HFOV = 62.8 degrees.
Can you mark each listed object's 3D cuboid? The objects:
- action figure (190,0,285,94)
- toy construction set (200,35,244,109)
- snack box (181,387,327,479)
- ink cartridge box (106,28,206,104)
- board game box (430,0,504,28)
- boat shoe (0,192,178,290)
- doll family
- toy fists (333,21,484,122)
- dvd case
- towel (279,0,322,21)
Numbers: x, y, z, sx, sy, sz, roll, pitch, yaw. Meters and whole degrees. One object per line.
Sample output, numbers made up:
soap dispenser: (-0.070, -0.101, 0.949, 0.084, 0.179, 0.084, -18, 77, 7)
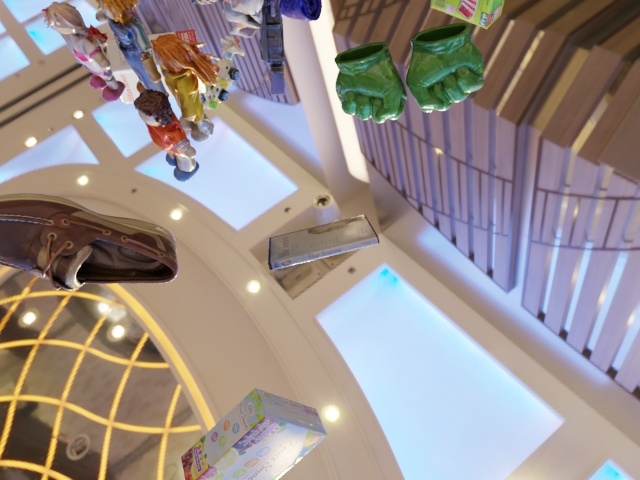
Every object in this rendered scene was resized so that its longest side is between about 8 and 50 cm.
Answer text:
action figure: (-0.166, -0.473, 1.075, 0.178, 0.341, 0.330, -8, -159, -13)
toy construction set: (-0.425, -0.662, 2.095, 0.151, 0.215, 0.327, 42, -87, 29)
snack box: (-0.120, 0.379, 0.965, 0.207, 0.174, 0.070, -43, -137, 12)
ink cartridge box: (-0.515, -0.547, 1.665, 0.273, 0.197, 0.114, -13, -104, -12)
board game box: (0.203, -0.379, 0.678, 0.092, 0.181, 0.043, 32, -116, 22)
boat shoe: (-0.398, 0.016, 0.843, 0.342, 0.123, 0.123, 13, -157, -28)
doll family: (-0.201, -0.206, 0.606, 0.118, 0.163, 0.263, -42, -106, -15)
toy fists: (0.162, -0.299, 0.983, 0.279, 0.142, 0.096, -8, -141, 20)
dvd case: (0.000, 0.000, 1.237, 0.253, 0.022, 0.180, -14, -160, 0)
towel: (-0.103, -0.615, 1.156, 0.076, 0.227, 0.308, -15, -149, -30)
